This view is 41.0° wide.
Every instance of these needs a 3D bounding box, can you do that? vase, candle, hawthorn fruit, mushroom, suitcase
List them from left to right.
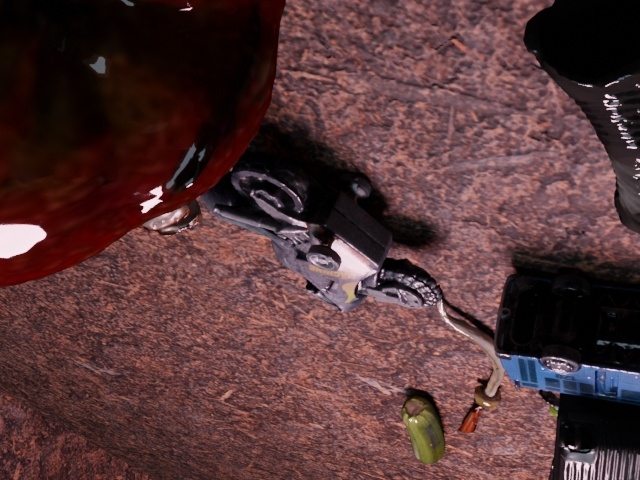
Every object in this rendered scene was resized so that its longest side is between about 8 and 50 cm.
[{"bbox_3d":[-0.223,-0.182,0.575,0.403,0.403,0.403,16,152,9],"label":"hawthorn fruit"},{"bbox_3d":[0.260,0.298,1.448,0.026,0.021,0.167,35,157,17],"label":"candle"},{"bbox_3d":[0.228,0.166,1.222,0.068,0.043,0.306,-15,141,10],"label":"mushroom"},{"bbox_3d":[0.251,-0.095,0.676,0.115,0.115,0.237,1,151,33],"label":"vase"},{"bbox_3d":[0.401,0.336,1.068,0.229,0.152,0.335,3,118,15],"label":"suitcase"}]

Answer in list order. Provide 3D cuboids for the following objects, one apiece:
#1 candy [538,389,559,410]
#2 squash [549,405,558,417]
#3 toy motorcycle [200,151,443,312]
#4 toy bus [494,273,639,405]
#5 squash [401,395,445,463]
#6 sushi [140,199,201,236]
[{"bbox_3d":[0.420,0.254,1.230,0.226,0.051,0.094,16,157,6],"label":"candy"},{"bbox_3d":[0.391,0.263,1.291,0.089,0.027,0.027,10,150,20],"label":"squash"},{"bbox_3d":[0.000,0.000,1.003,0.307,0.108,0.173,37,153,-25],"label":"toy motorcycle"},{"bbox_3d":[0.326,0.120,0.984,0.234,0.116,0.133,6,152,22],"label":"toy bus"},{"bbox_3d":[0.185,0.340,1.525,0.066,0.066,0.229,9,151,21],"label":"squash"},{"bbox_3d":[-0.298,-0.098,1.006,0.332,0.124,0.130,14,162,10],"label":"sushi"}]
